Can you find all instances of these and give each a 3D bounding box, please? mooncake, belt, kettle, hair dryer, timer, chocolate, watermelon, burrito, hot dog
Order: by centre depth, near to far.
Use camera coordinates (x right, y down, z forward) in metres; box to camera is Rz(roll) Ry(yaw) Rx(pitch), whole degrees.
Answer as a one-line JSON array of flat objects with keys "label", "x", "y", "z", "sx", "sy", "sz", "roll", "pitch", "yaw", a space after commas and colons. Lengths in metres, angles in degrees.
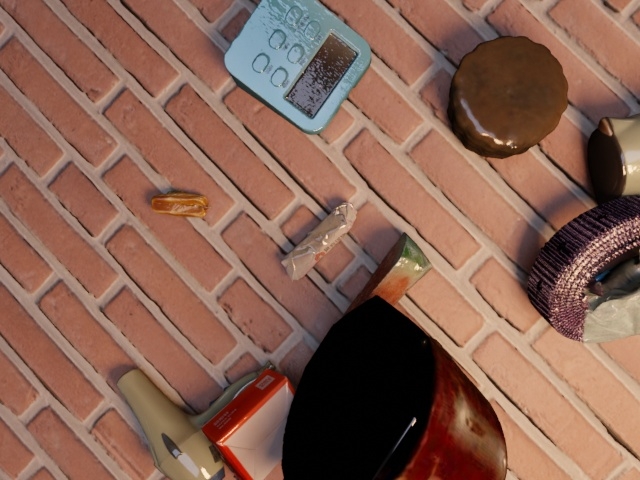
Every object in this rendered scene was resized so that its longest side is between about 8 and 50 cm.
[{"label": "chocolate", "x": 0.156, "y": 0.344, "z": 0.862, "sx": 0.331, "sy": 0.383, "sz": 0.384, "roll": 31, "pitch": 91, "yaw": -17}, {"label": "belt", "x": 0.557, "y": 0.060, "z": 0.918, "sx": 0.324, "sy": 0.122, "sz": 0.260, "roll": -28, "pitch": 114, "yaw": 5}, {"label": "kettle", "x": 0.659, "y": -0.146, "z": 0.939, "sx": 0.255, "sy": 0.165, "sz": 0.241, "roll": -14, "pitch": 116, "yaw": 5}, {"label": "mooncake", "x": 0.362, "y": -0.277, "z": 0.980, "sx": 0.228, "sy": 0.124, "sz": 0.228, "roll": 0, "pitch": 84, "yaw": 2}, {"label": "watermelon", "x": 0.124, "y": 0.109, "z": 0.995, "sx": 0.094, "sy": 0.154, "sz": 0.241, "roll": 41, "pitch": 107, "yaw": 5}, {"label": "timer", "x": -0.043, "y": -0.377, "z": 1.034, "sx": 0.250, "sy": 0.091, "sz": 0.232, "roll": 35, "pitch": 91, "yaw": 1}, {"label": "burrito", "x": -0.001, "y": 0.000, "z": 1.035, "sx": 0.064, "sy": 0.064, "sz": 0.203, "roll": 45, "pitch": 94, "yaw": 5}, {"label": "hair dryer", "x": -0.285, "y": 0.337, "z": 1.045, "sx": 0.295, "sy": 0.119, "sz": 0.298, "roll": 25, "pitch": 75, "yaw": 9}, {"label": "hot dog", "x": -0.305, "y": -0.080, "z": 1.075, "sx": 0.133, "sy": 0.041, "sz": 0.057, "roll": 4, "pitch": 97, "yaw": 0}]

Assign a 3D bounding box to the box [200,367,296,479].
[{"label": "box", "x": -0.122, "y": 0.364, "z": 0.968, "sx": 0.182, "sy": 0.099, "sz": 0.133, "roll": -40, "pitch": 110, "yaw": -28}]
